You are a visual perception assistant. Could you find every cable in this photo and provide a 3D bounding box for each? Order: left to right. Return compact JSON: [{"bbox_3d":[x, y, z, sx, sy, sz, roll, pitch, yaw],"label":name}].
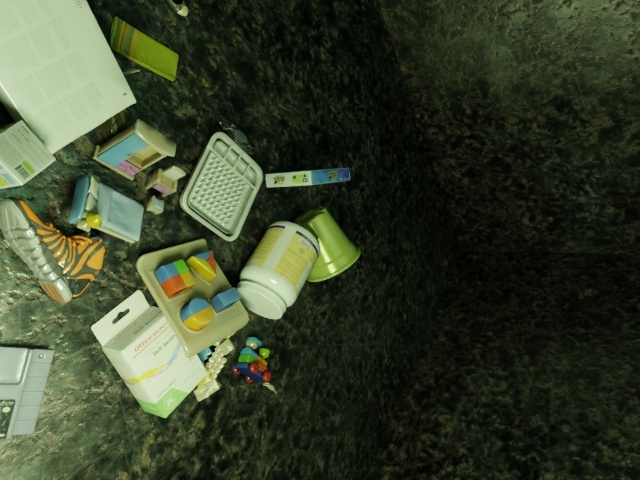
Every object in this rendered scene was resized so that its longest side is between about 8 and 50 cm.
[{"bbox_3d":[-0.312,-0.386,1.765,0.047,0.150,0.184,-50,140,1],"label":"cable"}]

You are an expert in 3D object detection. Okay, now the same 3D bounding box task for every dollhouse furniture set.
[{"bbox_3d":[-0.514,-0.132,1.379,0.286,0.198,0.303,34,45,-48],"label":"dollhouse furniture set"}]

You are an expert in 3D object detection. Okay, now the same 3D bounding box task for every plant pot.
[{"bbox_3d":[0.000,0.000,2.104,0.276,0.276,0.254,-45,114,-42],"label":"plant pot"}]

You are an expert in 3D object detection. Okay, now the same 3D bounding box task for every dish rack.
[{"bbox_3d":[-0.366,-0.193,1.748,0.285,0.072,0.333,43,58,-45],"label":"dish rack"}]

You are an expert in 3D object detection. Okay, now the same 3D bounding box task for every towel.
[{"bbox_3d":[-0.557,-0.607,1.527,0.237,0.021,0.102,17,78,-52],"label":"towel"}]

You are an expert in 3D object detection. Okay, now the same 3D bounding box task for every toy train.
[{"bbox_3d":[-0.235,0.503,1.927,0.248,0.105,0.143,49,40,-41],"label":"toy train"}]

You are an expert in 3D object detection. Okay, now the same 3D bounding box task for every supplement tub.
[{"bbox_3d":[-0.168,0.114,1.876,0.241,0.241,0.331,55,50,-37],"label":"supplement tub"}]

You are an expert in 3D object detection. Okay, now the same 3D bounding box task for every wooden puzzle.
[{"bbox_3d":[-0.394,0.166,1.574,0.348,0.080,0.322,61,29,4],"label":"wooden puzzle"}]

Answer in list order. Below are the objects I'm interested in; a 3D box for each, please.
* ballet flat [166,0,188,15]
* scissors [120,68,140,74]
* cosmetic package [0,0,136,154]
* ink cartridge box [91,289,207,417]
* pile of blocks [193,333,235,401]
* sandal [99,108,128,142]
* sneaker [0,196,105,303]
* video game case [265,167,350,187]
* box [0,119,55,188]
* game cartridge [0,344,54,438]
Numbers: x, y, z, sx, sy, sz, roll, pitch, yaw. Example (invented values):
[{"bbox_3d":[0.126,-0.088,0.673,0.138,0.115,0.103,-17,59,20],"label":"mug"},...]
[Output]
[{"bbox_3d":[-0.492,-0.828,1.581,0.057,0.049,0.173,-57,133,-33],"label":"ballet flat"},{"bbox_3d":[-0.645,-0.449,1.328,0.297,0.021,0.109,-6,66,-35],"label":"scissors"},{"bbox_3d":[-0.664,-0.445,1.164,0.284,0.097,0.377,-45,140,-29],"label":"cosmetic package"},{"bbox_3d":[-0.530,0.353,1.509,0.207,0.119,0.353,-46,125,-42],"label":"ink cartridge box"},{"bbox_3d":[-0.381,0.393,1.741,0.112,0.149,0.362,121,-8,-78],"label":"pile of blocks"},{"bbox_3d":[-0.618,-0.387,1.423,0.060,0.090,0.219,-44,120,-69],"label":"sandal"},{"bbox_3d":[-0.708,-0.003,1.287,0.180,0.124,0.321,-51,140,-43],"label":"sneaker"},{"bbox_3d":[-0.051,-0.265,2.015,0.269,0.244,0.061,-14,104,-51],"label":"video game case"},{"bbox_3d":[-0.751,-0.198,1.137,0.103,0.203,0.114,-57,130,-36],"label":"box"},{"bbox_3d":[-0.850,0.363,1.146,0.355,0.068,0.230,22,70,-51],"label":"game cartridge"}]
